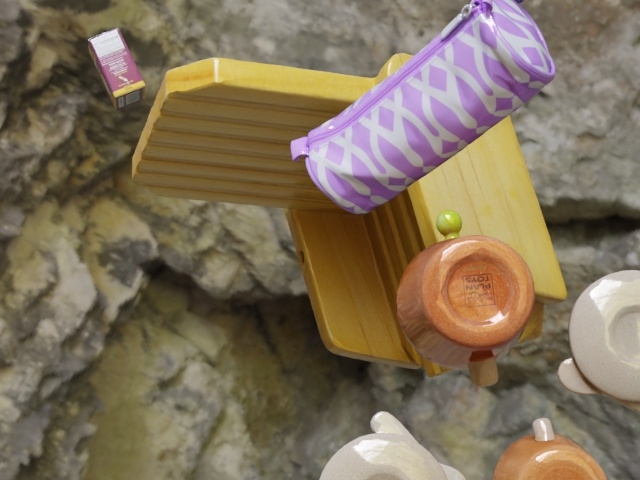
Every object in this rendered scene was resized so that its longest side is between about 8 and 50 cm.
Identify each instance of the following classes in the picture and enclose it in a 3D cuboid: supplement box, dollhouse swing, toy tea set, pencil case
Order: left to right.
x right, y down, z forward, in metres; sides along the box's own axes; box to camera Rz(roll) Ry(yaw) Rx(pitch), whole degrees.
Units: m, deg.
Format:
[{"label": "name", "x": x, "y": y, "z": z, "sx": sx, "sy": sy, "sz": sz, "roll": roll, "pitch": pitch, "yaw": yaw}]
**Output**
[{"label": "supplement box", "x": -0.257, "y": -0.216, "z": 1.246, "sx": 0.043, "sy": 0.083, "sz": 0.055, "roll": -24, "pitch": -6, "yaw": -13}, {"label": "dollhouse swing", "x": 0.000, "y": 0.000, "z": 1.010, "sx": 0.304, "sy": 0.315, "sz": 0.347, "roll": -10, "pitch": -13, "yaw": -23}, {"label": "pencil case", "x": 0.078, "y": -0.102, "z": 0.742, "sx": 0.206, "sy": 0.088, "sz": 0.086, "roll": -39, "pitch": 43, "yaw": 31}, {"label": "toy tea set", "x": 0.107, "y": 0.148, "z": 0.678, "sx": 0.336, "sy": 0.200, "sz": 0.124, "roll": -63, "pitch": -5, "yaw": -8}]
